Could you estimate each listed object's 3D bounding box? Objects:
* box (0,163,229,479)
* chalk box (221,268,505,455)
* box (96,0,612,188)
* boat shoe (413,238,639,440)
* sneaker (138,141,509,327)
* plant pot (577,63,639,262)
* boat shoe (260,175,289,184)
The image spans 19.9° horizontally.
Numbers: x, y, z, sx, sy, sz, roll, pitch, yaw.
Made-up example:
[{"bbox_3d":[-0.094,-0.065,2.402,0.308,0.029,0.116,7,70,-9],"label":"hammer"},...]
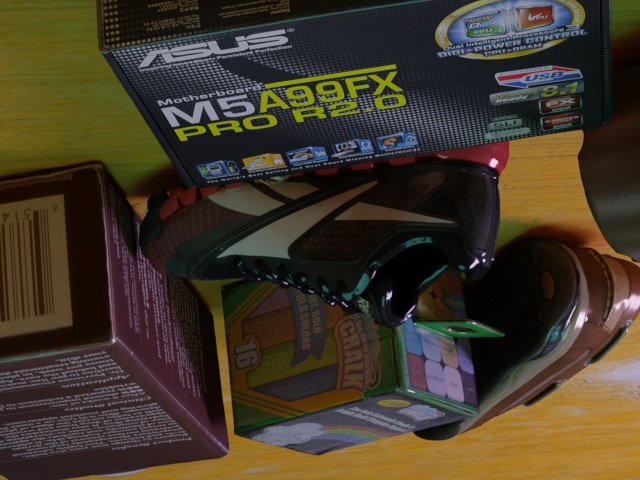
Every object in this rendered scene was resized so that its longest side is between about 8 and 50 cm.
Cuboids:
[{"bbox_3d":[-0.201,0.078,1.395,0.191,0.143,0.381,-9,159,5],"label":"box"},{"bbox_3d":[0.044,0.084,1.500,0.213,0.132,0.132,-18,157,28],"label":"chalk box"},{"bbox_3d":[0.029,-0.110,1.042,0.270,0.060,0.216,-9,161,6],"label":"box"},{"bbox_3d":[0.172,0.095,1.588,0.120,0.123,0.324,-1,161,-25],"label":"boat shoe"},{"bbox_3d":[0.000,0.000,1.237,0.276,0.135,0.097,-13,162,21],"label":"sneaker"},{"bbox_3d":[0.260,-0.058,1.133,0.165,0.167,0.167,-12,161,35],"label":"plant pot"},{"bbox_3d":[-0.031,-0.061,1.184,0.135,0.045,0.050,-14,158,19],"label":"boat shoe"}]
